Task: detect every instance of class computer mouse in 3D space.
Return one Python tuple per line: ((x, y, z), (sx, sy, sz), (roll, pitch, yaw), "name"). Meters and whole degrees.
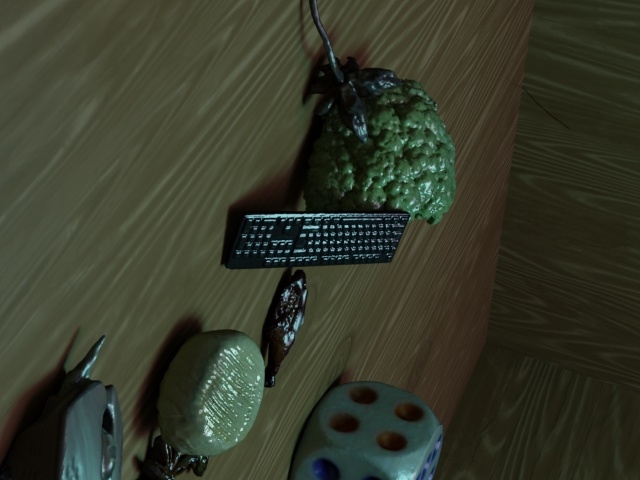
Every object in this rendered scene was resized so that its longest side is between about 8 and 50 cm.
((-0.279, 0.297, 1.239), (0.199, 0.115, 0.389), (51, 59, -74), "computer mouse")

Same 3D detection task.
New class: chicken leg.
((-0.062, 0.147, 1.883), (0.093, 0.053, 0.205), (80, 33, -84), "chicken leg")

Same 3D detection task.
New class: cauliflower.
((0.084, -0.129, 1.860), (0.250, 0.275, 0.272), (-32, -119, 60), "cauliflower")

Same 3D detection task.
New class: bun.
((-0.156, 0.205, 1.541), (0.164, 0.111, 0.188), (52, 49, -49), "bun")

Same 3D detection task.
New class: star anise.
((-0.219, 0.321, 1.563), (0.141, 0.042, 0.141), (16, 90, -71), "star anise")
((0.043, -0.277, 1.643), (0.227, 0.148, 0.218), (84, -16, -75), "star anise")

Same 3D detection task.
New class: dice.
((0.096, 0.461, 2.331), (0.259, 0.251, 0.243), (-44, 148, -58), "dice")

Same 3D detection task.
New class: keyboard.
((0.000, 0.000, 1.673), (0.309, 0.018, 0.101), (-1, 124, -38), "keyboard")

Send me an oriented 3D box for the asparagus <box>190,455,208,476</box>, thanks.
((-0.179, 0.290, 1.679), (0.036, 0.030, 0.165), (-67, 165, -53), "asparagus")
